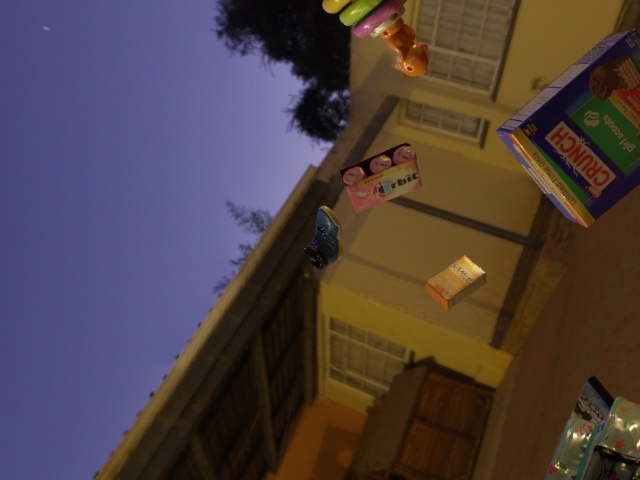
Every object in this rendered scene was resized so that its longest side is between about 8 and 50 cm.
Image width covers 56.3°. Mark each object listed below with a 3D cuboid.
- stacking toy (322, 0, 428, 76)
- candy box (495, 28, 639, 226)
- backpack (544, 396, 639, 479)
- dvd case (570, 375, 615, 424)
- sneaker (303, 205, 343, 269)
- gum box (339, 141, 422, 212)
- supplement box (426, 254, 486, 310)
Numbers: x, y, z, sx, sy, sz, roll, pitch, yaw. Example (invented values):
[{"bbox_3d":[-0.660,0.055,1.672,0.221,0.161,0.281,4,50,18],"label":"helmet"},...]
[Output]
[{"bbox_3d":[0.075,-0.386,0.940,0.175,0.302,0.165,-27,20,44],"label":"stacking toy"},{"bbox_3d":[0.589,-0.235,1.272,0.317,0.268,0.122,-41,9,9],"label":"candy box"},{"bbox_3d":[0.493,0.393,0.989,0.253,0.191,0.225,-51,-46,-20],"label":"backpack"},{"bbox_3d":[0.638,0.424,1.326,0.022,0.180,0.253,-27,-36,-6],"label":"dvd case"},{"bbox_3d":[0.001,0.000,1.326,0.085,0.058,0.152,-34,-42,-25],"label":"sneaker"},{"bbox_3d":[0.153,-0.154,1.463,0.107,0.189,0.062,61,-172,-51],"label":"gum box"},{"bbox_3d":[0.259,0.080,1.140,0.098,0.062,0.036,-33,-41,-13],"label":"supplement box"}]
